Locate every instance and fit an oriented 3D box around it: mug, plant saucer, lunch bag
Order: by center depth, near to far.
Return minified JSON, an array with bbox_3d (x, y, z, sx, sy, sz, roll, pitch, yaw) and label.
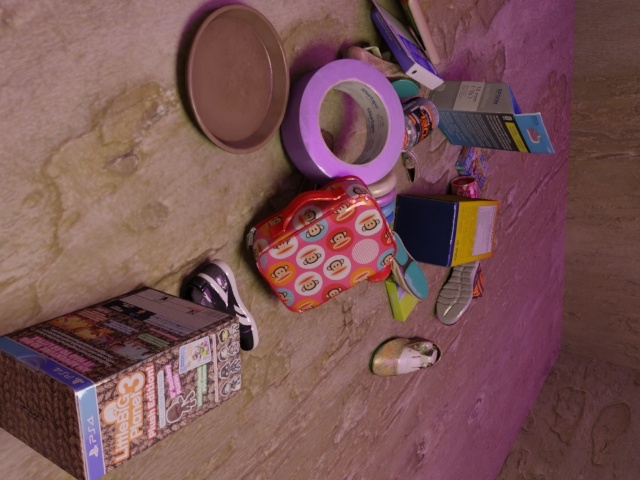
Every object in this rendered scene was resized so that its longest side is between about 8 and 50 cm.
[{"bbox_3d":[-0.159,-0.306,1.148,0.278,0.041,0.277,-19,114,-50],"label":"plant saucer"},{"bbox_3d":[0.000,0.000,1.277,0.293,0.120,0.258,-29,132,1],"label":"lunch bag"},{"bbox_3d":[0.501,-0.136,2.100,0.113,0.150,0.169,-18,114,-11],"label":"mug"}]

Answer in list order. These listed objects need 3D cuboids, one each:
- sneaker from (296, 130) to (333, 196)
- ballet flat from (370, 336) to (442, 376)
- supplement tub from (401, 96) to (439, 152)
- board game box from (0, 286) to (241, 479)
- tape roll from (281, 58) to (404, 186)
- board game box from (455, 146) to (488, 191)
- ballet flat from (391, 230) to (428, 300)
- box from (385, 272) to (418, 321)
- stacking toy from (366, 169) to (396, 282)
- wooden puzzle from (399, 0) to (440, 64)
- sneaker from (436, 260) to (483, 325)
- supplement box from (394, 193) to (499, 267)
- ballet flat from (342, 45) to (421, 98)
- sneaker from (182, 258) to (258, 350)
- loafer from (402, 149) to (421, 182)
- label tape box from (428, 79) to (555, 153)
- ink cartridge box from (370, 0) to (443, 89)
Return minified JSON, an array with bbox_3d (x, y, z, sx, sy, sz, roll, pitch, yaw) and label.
[{"bbox_3d":[0.009,-0.165,1.397,0.066,0.071,0.188,28,76,-54],"label":"sneaker"},{"bbox_3d":[0.290,0.373,1.911,0.349,0.123,0.123,3,96,-55],"label":"ballet flat"},{"bbox_3d":[0.235,-0.313,1.636,0.190,0.117,0.117,-39,129,-43],"label":"supplement tub"},{"bbox_3d":[-0.304,0.198,0.918,0.291,0.232,0.141,-20,116,-50],"label":"board game box"},{"bbox_3d":[0.053,-0.255,1.326,0.275,0.090,0.274,0,90,-31],"label":"tape roll"},{"bbox_3d":[0.553,-0.265,2.170,0.201,0.035,0.136,50,59,-48],"label":"board game box"},{"bbox_3d":[0.231,0.071,1.736,0.086,0.086,0.248,-48,118,-36],"label":"ballet flat"},{"bbox_3d":[0.254,0.151,1.858,0.109,0.042,0.178,-47,134,-37],"label":"box"},{"bbox_3d":[0.141,-0.029,1.582,0.141,0.141,0.330,-44,137,-40],"label":"stacking toy"},{"bbox_3d":[0.235,-0.596,1.542,0.221,0.044,0.238,50,23,-47],"label":"wooden puzzle"},{"bbox_3d":[0.534,0.197,2.196,0.321,0.125,0.180,-61,141,-23],"label":"sneaker"},{"bbox_3d":[0.397,-0.041,1.874,0.357,0.195,0.194,-6,104,-53],"label":"supplement box"},{"bbox_3d":[0.161,-0.435,1.516,0.316,0.108,0.106,-7,86,-55],"label":"ballet flat"},{"bbox_3d":[-0.209,0.156,1.186,0.121,0.079,0.216,-40,122,-38],"label":"sneaker"},{"bbox_3d":[0.271,-0.221,1.780,0.039,0.045,0.125,-57,143,-18],"label":"loafer"},{"bbox_3d":[0.536,-0.380,1.838,0.249,0.348,0.115,33,72,-53],"label":"label tape box"},{"bbox_3d":[0.205,-0.491,1.502,0.208,0.045,0.206,10,49,-55],"label":"ink cartridge box"}]
